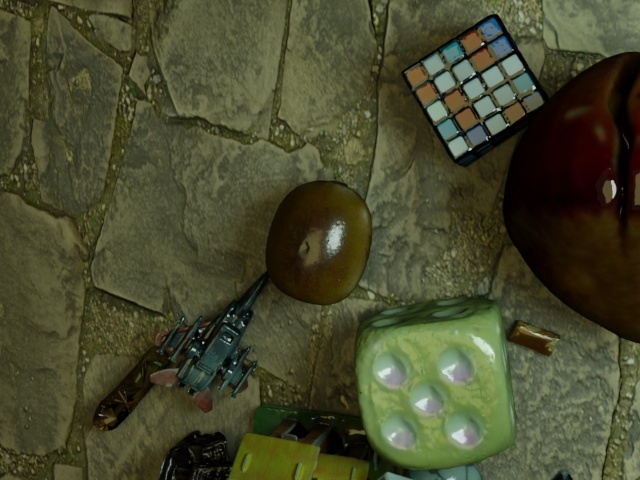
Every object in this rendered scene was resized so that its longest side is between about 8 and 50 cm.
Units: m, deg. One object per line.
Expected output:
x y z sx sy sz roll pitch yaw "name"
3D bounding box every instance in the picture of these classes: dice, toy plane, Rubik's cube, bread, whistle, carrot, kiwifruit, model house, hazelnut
0.207 0.243 1.236 0.250 0.252 0.254 -8 94 17 "dice"
-0.196 0.193 1.423 0.223 0.104 0.326 35 101 -17 "toy plane"
0.272 -0.253 1.211 0.187 0.182 0.184 -33 84 15 "Rubik's cube"
0.394 0.178 1.288 0.083 0.036 0.046 22 108 12 "bread"
0.197 0.442 1.282 0.290 0.163 0.163 23 103 -25 "whistle"
-0.411 0.323 1.516 0.069 0.069 0.228 44 103 9 "carrot"
0.000 0.000 1.308 0.196 0.196 0.233 22 94 13 "kiwifruit"
-0.041 0.522 1.291 0.301 0.324 0.340 5 96 16 "model house"
0.477 -0.059 1.072 0.402 0.402 0.429 -35 116 16 "hazelnut"
-0.237 0.468 1.426 0.152 0.106 0.165 -9 63 32 "model house"

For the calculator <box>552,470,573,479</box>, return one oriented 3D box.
0.468 0.575 1.301 0.177 0.040 0.268 19 104 16 "calculator"
